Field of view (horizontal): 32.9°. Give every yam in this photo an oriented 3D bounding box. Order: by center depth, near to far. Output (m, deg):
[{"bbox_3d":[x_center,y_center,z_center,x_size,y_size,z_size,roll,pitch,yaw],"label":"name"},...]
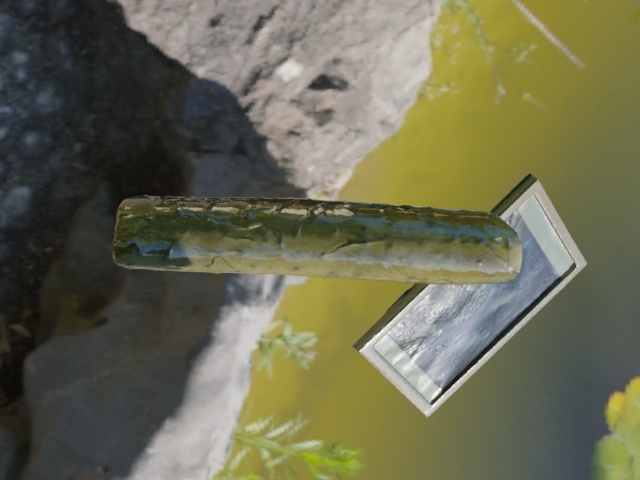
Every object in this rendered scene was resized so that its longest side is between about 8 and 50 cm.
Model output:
[{"bbox_3d":[0.000,0.000,0.987,0.371,0.083,0.083,2,92,-12],"label":"yam"}]

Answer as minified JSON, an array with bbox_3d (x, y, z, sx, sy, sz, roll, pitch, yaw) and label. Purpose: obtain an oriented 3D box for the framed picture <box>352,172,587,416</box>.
[{"bbox_3d":[0.182,0.071,1.272,0.281,0.019,0.209,-45,138,1],"label":"framed picture"}]
